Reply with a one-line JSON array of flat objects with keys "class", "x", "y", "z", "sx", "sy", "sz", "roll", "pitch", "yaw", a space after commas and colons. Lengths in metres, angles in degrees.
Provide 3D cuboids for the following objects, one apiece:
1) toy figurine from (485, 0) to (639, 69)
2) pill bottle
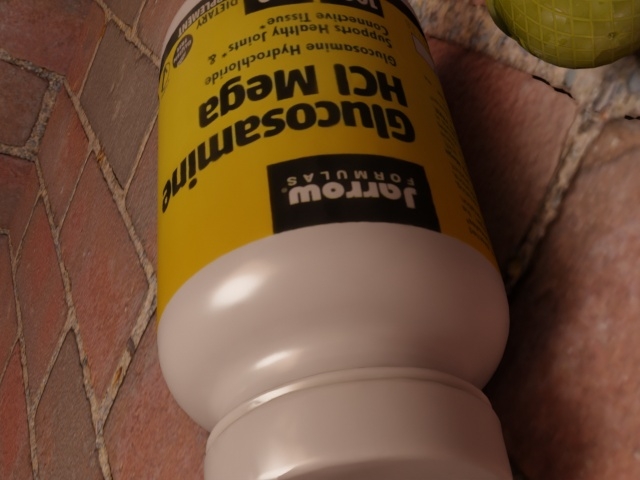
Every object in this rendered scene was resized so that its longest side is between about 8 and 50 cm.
[{"class": "toy figurine", "x": 0.169, "y": -0.113, "z": 0.239, "sx": 0.362, "sy": 0.191, "sz": 0.217, "roll": -39, "pitch": 49, "yaw": 46}, {"class": "pill bottle", "x": 0.000, "y": 0.000, "z": 0.476, "sx": 0.188, "sy": 0.187, "sz": 0.334, "roll": -47, "pitch": 38, "yaw": 38}]
